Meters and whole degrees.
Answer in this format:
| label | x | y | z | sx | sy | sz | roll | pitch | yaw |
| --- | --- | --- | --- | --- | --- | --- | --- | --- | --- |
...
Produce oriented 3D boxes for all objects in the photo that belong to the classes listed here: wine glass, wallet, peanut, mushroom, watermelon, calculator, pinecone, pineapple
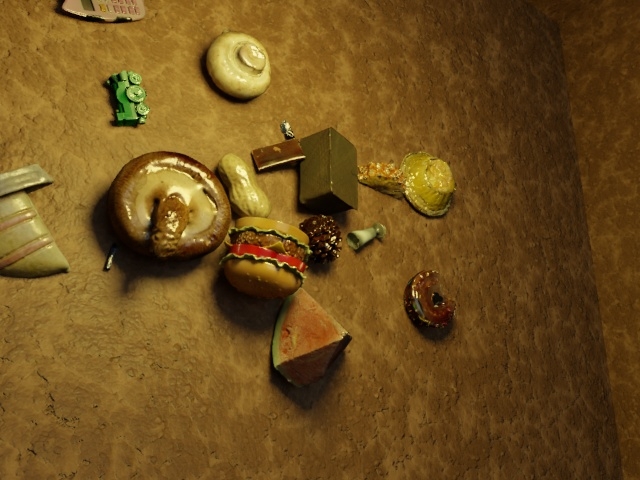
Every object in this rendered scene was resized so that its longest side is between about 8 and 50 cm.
| label | x | y | z | sx | sy | sz | roll | pitch | yaw |
| --- | --- | --- | --- | --- | --- | --- | --- | --- | --- |
| wine glass | 0.175 | -0.019 | 2.082 | 0.155 | 0.072 | 0.072 | -21 | 86 | -39 |
| wallet | -0.149 | -0.303 | 1.940 | 0.176 | 0.026 | 0.095 | -20 | 68 | -12 |
| peanut | -0.257 | -0.170 | 1.810 | 0.123 | 0.123 | 0.257 | -31 | 89 | -38 |
| mushroom | -0.440 | -0.097 | 1.599 | 0.345 | 0.239 | 0.345 | 14 | 72 | -51 |
| mushroom | -0.281 | -0.619 | 1.918 | 0.254 | 0.184 | 0.255 | 3 | 85 | -28 |
| watermelon | -0.039 | 0.288 | 1.722 | 0.250 | 0.293 | 0.283 | 29 | 55 | 12 |
| calculator | -0.707 | -0.791 | 1.774 | 0.294 | 0.043 | 0.194 | -16 | 82 | -41 |
| pinecone | 0.003 | 0.006 | 1.907 | 0.163 | 0.162 | 0.165 | -49 | 124 | -36 |
| pineapple | 0.268 | -0.254 | 2.193 | 0.233 | 0.135 | 0.080 | 20 | 62 | -26 |

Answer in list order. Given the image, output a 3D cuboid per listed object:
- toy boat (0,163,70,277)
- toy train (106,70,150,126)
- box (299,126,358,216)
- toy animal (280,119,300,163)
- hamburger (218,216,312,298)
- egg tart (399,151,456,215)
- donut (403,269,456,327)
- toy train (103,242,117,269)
| label | x | y | z | sx | sy | sz | roll | pitch | yaw |
| --- | --- | --- | --- | --- | --- | --- | --- | --- | --- |
| toy boat | -0.805 | -0.040 | 1.389 | 0.275 | 0.111 | 0.294 | -11 | 89 | -30 |
| toy train | -0.596 | -0.441 | 1.703 | 0.104 | 0.071 | 0.178 | -13 | 82 | -26 |
| box | 0.032 | -0.242 | 1.988 | 0.184 | 0.143 | 0.274 | 27 | 56 | -50 |
| toy animal | -0.093 | -0.348 | 2.032 | 0.220 | 0.062 | 0.108 | 58 | 31 | -2 |
| hamburger | -0.170 | 0.070 | 1.685 | 0.274 | 0.274 | 0.212 | 23 | 68 | -27 |
| egg tart | 0.473 | -0.254 | 2.347 | 0.314 | 0.120 | 0.315 | 13 | 66 | -30 |
| donut | 0.417 | 0.238 | 2.141 | 0.230 | 0.096 | 0.216 | 51 | 55 | -9 |
| toy train | -0.593 | 0.043 | 1.556 | 0.017 | 0.017 | 0.083 | 23 | 61 | -28 |
